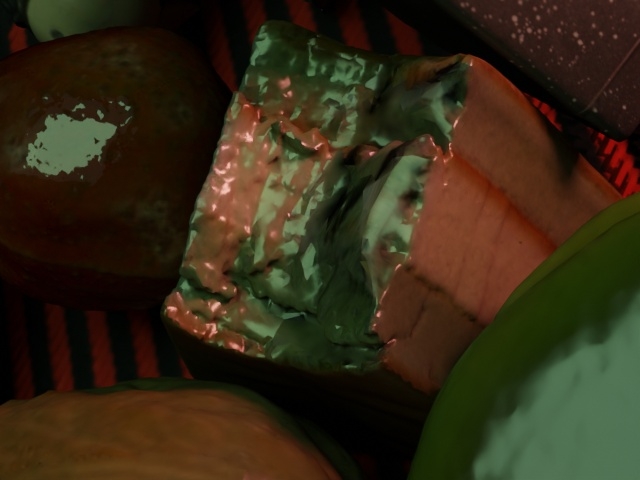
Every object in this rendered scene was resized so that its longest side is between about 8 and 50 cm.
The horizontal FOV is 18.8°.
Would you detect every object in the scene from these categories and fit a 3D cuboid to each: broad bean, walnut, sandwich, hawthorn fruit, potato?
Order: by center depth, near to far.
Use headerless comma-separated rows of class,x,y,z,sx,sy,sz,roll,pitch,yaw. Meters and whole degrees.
broad bean,0.147,0.115,0.754,0.238,0.119,0.291,11,76,17
walnut,-0.089,0.174,0.857,0.283,0.227,0.283,-27,32,19
sandwich,0.000,0.000,0.907,0.227,0.198,0.155,7,71,40
hawthorn fruit,-0.134,-0.034,1.041,0.194,0.157,0.157,-9,55,0
potato,-0.122,-0.131,1.191,0.093,0.036,0.037,-39,51,15

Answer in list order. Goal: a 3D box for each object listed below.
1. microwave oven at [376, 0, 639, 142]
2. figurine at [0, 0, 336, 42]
microwave oven,0.105,-0.326,0.871,0.432,0.374,0.236,-53,24,3
figurine,-0.122,-0.282,1.161,0.306,0.241,0.412,-40,63,21
